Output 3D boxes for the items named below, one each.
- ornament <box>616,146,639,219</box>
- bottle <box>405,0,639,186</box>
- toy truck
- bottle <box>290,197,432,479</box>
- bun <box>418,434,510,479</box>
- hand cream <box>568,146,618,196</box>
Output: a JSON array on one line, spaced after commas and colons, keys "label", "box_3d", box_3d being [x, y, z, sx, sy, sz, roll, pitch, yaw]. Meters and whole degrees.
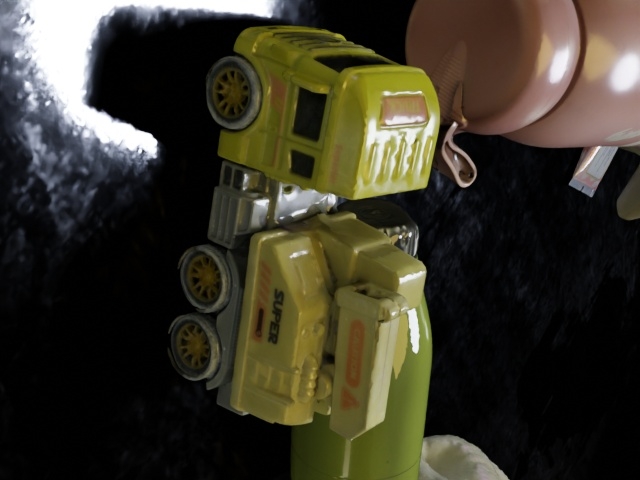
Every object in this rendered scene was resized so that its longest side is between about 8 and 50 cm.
[{"label": "ornament", "box_3d": [0.331, -0.142, 1.123, 0.061, 0.245, 0.230, 18, 105, -19]}, {"label": "bottle", "box_3d": [0.201, -0.148, 0.959, 0.296, 0.173, 0.207, -8, 129, -48]}, {"label": "toy truck", "box_3d": [0.000, 0.000, 0.766, 0.124, 0.157, 0.272, -12, 117, -51]}, {"label": "bottle", "box_3d": [0.035, 0.096, 0.906, 0.112, 0.112, 0.260, -24, 126, -47]}, {"label": "bun", "box_3d": [0.109, 0.326, 1.092, 0.273, 0.168, 0.273, -42, 145, -38]}, {"label": "hand cream", "box_3d": [0.340, -0.152, 1.273, 0.067, 0.043, 0.210, 18, 98, -54]}]
